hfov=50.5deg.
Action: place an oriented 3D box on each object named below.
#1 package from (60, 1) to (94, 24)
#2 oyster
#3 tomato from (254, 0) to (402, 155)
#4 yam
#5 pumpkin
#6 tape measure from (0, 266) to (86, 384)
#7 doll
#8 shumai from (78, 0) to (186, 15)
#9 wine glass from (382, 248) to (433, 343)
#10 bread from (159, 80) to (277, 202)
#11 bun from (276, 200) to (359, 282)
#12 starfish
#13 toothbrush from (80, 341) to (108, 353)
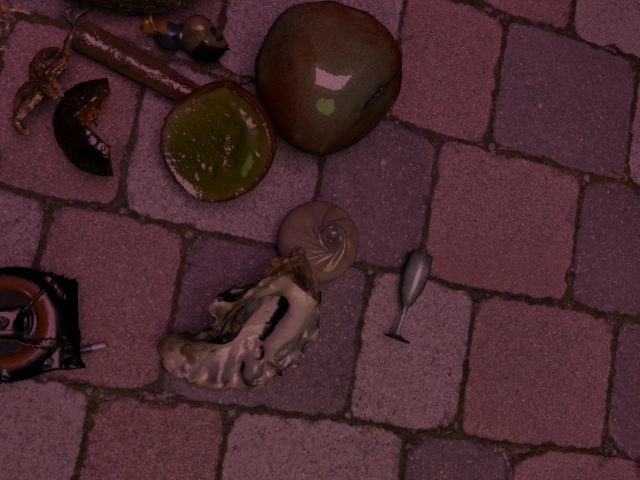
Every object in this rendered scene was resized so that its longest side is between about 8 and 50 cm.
[{"bbox_3d":[-0.455,-0.464,1.331,0.110,0.015,0.037,-43,93,-18],"label":"package"},{"bbox_3d":[-0.134,0.158,1.305,0.238,0.115,0.351,36,95,-33],"label":"oyster"},{"bbox_3d":[0.022,-0.328,1.353,0.303,0.239,0.304,2,81,-17],"label":"tomato"},{"bbox_3d":[-0.348,-0.334,1.328,0.299,0.066,0.066,28,78,-13],"label":"yam"},{"bbox_3d":[-0.440,-0.209,1.261,0.107,0.119,0.184,-3,81,-20],"label":"pumpkin"},{"bbox_3d":[-0.532,0.146,1.190,0.222,0.135,0.202,-4,82,-12],"label":"tape measure"},{"bbox_3d":[-0.266,-0.414,1.355,0.179,0.102,0.089,17,123,-19],"label":"doll"},{"bbox_3d":[-0.350,-0.595,1.265,0.345,0.217,0.283,-14,74,10],"label":"shumai"},{"bbox_3d":[0.194,0.118,1.464,0.066,0.066,0.198,23,78,-15],"label":"wine glass"},{"bbox_3d":[-0.196,-0.190,1.312,0.236,0.070,0.236,1,104,4],"label":"bread"},{"bbox_3d":[0.000,0.000,1.382,0.172,0.120,0.173,2,82,-17],"label":"bun"},{"bbox_3d":[-0.514,-0.296,1.246,0.150,0.053,0.210,41,96,32],"label":"starfish"},{"bbox_3d":[-0.532,0.222,1.246,0.275,0.019,0.025,-13,82,-18],"label":"toothbrush"}]
